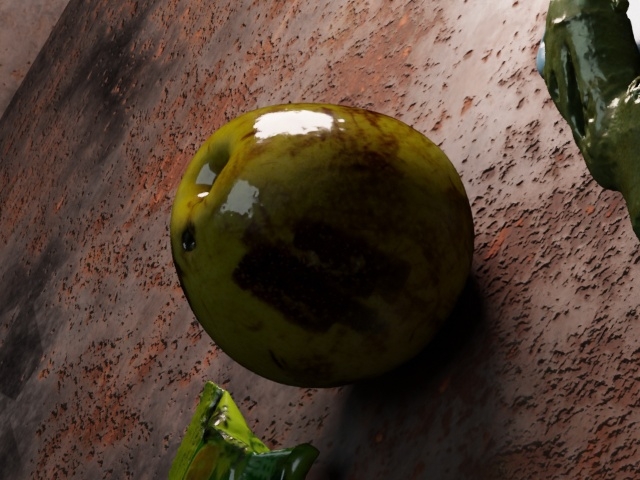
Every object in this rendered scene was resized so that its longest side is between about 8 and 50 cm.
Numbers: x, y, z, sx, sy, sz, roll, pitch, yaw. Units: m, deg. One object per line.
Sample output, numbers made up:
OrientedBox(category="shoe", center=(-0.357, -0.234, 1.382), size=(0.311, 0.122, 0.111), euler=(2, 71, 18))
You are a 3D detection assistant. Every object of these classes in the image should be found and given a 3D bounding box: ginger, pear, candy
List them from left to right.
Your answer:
OrientedBox(category="candy", center=(-0.084, 0.235, 1.643), size=(0.246, 0.069, 0.149), euler=(28, 91, 56))
OrientedBox(category="pear", center=(0.000, 0.000, 1.540), size=(0.283, 0.283, 0.283), euler=(-38, 34, 32))
OrientedBox(category="ginger", center=(0.263, -0.114, 1.387), size=(0.290, 0.089, 0.137), euler=(-116, 27, -47))

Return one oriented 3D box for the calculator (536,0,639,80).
OrientedBox(category="calculator", center=(0.302, -0.218, 1.502), size=(0.293, 0.051, 0.173), euler=(0, 64, 58))
